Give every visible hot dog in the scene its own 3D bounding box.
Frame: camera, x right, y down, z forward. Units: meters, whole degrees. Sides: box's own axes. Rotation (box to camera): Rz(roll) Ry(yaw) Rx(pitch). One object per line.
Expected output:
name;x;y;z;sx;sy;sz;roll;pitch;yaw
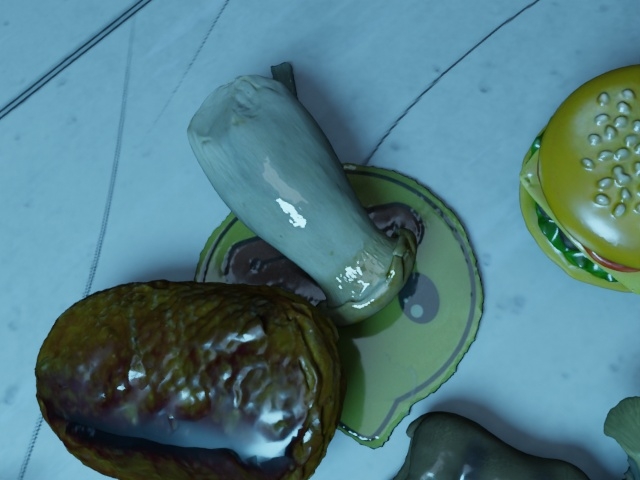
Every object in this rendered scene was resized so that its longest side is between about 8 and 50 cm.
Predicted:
hot dog;-0.091;0.103;0.480;0.226;0.099;0.161;8;82;15

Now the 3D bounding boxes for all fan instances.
fan;0.000;0.000;0.549;0.229;0.011;0.335;-16;72;4

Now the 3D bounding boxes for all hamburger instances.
hamburger;0.221;-0.042;0.476;0.162;0.115;0.162;-2;75;8

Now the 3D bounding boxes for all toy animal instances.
toy animal;0.152;0.173;0.437;0.214;0.094;0.186;29;72;23

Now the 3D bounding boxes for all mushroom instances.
mushroom;-0.017;-0.034;0.510;0.212;0.088;0.097;46;54;11
